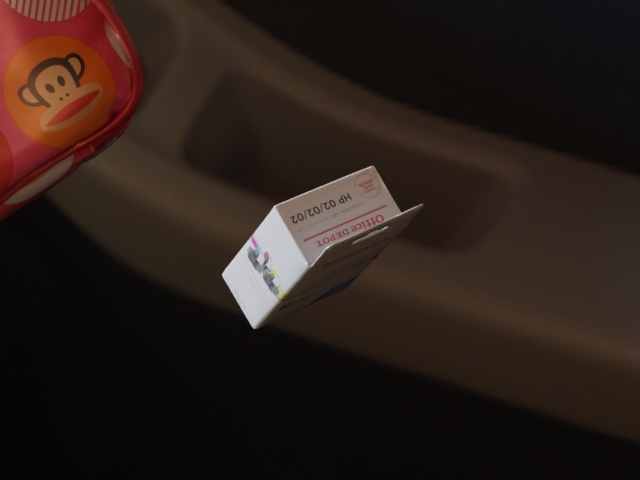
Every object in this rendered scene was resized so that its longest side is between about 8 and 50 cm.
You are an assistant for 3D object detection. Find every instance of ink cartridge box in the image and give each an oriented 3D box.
[{"bbox_3d":[0.000,0.000,1.408,0.104,0.181,0.061,-24,77,-30],"label":"ink cartridge box"}]

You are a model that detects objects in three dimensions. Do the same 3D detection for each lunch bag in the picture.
[{"bbox_3d":[-0.276,-0.108,0.996,0.293,0.258,0.120,-35,5,-7],"label":"lunch bag"}]
